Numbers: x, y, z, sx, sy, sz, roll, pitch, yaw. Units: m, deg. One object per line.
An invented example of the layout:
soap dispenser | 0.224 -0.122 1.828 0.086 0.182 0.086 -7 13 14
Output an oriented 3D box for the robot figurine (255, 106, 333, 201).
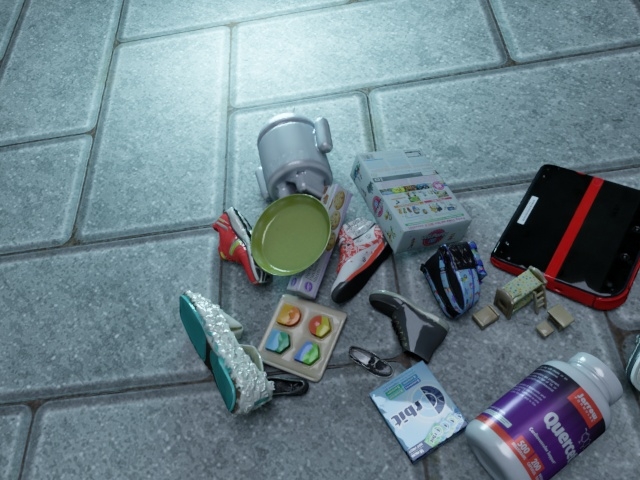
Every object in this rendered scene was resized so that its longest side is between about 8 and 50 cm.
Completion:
robot figurine | -0.081 -0.246 1.730 0.300 0.200 0.353 -34 52 24

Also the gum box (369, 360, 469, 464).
gum box | 0.230 0.402 1.346 0.157 0.041 0.184 -30 56 -10

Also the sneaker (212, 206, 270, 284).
sneaker | -0.234 0.032 1.656 0.118 0.107 0.279 -37 55 9

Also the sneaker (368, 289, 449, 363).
sneaker | 0.203 0.215 1.449 0.222 0.083 0.118 25 65 23

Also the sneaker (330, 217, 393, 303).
sneaker | 0.080 0.048 1.579 0.145 0.090 0.270 32 64 28

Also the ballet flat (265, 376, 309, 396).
ballet flat | -0.114 0.363 1.429 0.173 0.049 0.057 -6 56 7

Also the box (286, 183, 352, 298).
box | 0.000 0.000 1.581 0.063 0.067 0.323 -2 63 56

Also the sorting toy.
sorting toy | -0.053 0.248 1.500 0.193 0.038 0.208 16 61 20

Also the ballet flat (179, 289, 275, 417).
ballet flat | -0.241 0.279 1.465 0.147 0.147 0.409 -31 49 -10

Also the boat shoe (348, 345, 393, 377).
boat shoe | 0.126 0.302 1.432 0.125 0.038 0.046 29 66 25

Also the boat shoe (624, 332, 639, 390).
boat shoe | 0.799 0.231 1.329 0.303 0.091 0.114 -38 103 -16

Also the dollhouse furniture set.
dollhouse furniture set | 0.500 0.182 1.404 0.182 0.101 0.161 -32 57 -11

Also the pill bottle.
pill bottle | 0.485 0.385 1.227 0.323 0.181 0.181 -34 58 -12

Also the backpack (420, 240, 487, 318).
backpack | 0.350 0.105 1.456 0.117 0.158 0.173 -10 68 -18

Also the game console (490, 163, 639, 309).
game console | 0.694 -0.022 1.539 0.342 0.060 0.386 23 63 29

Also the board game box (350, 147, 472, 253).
board game box | 0.247 -0.122 1.609 0.224 0.097 0.303 -10 52 -23

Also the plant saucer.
plant saucer | -0.076 -0.012 1.550 0.241 0.037 0.240 -10 64 21
